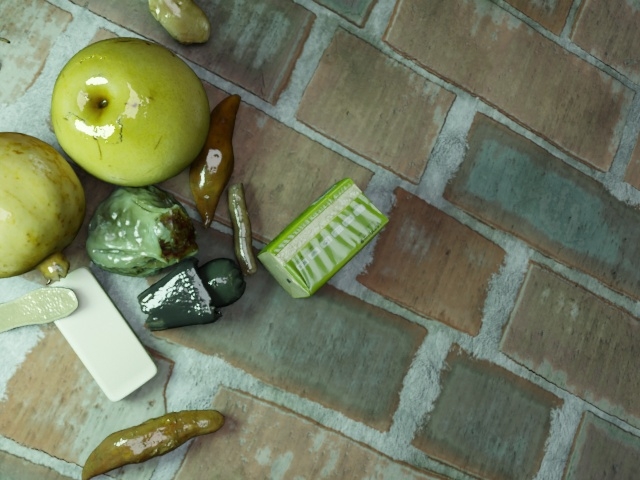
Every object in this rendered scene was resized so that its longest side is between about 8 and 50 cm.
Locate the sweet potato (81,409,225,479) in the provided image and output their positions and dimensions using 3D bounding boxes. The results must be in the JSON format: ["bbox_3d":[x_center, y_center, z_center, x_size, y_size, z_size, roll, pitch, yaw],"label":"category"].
[{"bbox_3d":[-0.399,0.465,1.419,0.355,0.095,0.106,-20,130,-13],"label":"sweet potato"}]

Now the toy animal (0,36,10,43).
[{"bbox_3d":[-0.845,-0.420,1.391,0.255,0.116,0.114,-37,95,-16],"label":"toy animal"}]

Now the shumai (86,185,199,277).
[{"bbox_3d":[-0.420,-0.026,1.409,0.261,0.222,0.225,-12,89,-12],"label":"shumai"}]

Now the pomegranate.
[{"bbox_3d":[-0.657,-0.054,1.304,0.343,0.342,0.342,2,83,-15],"label":"pomegranate"}]

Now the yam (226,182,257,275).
[{"bbox_3d":[-0.200,-0.027,1.552,0.057,0.057,0.241,-8,84,-16],"label":"yam"}]

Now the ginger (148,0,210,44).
[{"bbox_3d":[-0.388,-0.709,1.502,0.348,0.122,0.362,22,86,-41],"label":"ginger"}]

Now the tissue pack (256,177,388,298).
[{"bbox_3d":[0.000,0.000,1.524,0.275,0.200,0.167,-44,95,-15],"label":"tissue pack"}]

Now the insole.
[{"bbox_3d":[-0.662,0.158,1.373,0.248,0.011,0.081,-17,95,10],"label":"insole"}]

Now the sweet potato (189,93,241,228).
[{"bbox_3d":[-0.269,-0.208,1.526,0.112,0.112,0.358,8,85,-14],"label":"sweet potato"}]

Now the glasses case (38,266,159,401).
[{"bbox_3d":[-0.518,0.219,1.428,0.131,0.070,0.312,-35,93,-15],"label":"glasses case"}]

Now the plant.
[{"bbox_3d":[-0.305,0.128,1.461,0.256,0.142,0.164,-24,89,-12],"label":"plant"}]

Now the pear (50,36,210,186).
[{"bbox_3d":[-0.426,-0.288,1.378,0.349,0.348,0.348,2,83,-15],"label":"pear"}]
